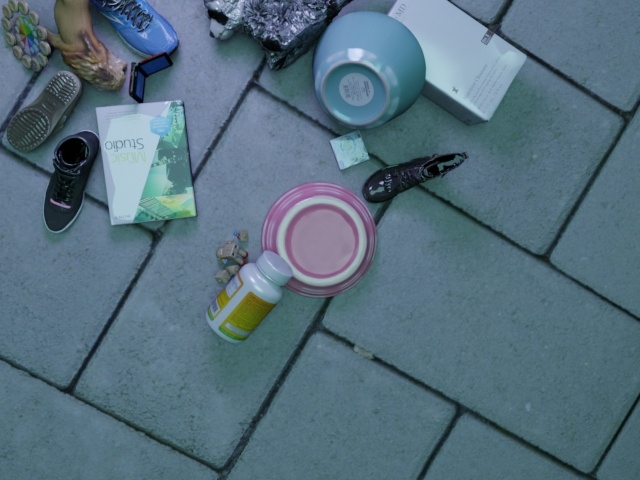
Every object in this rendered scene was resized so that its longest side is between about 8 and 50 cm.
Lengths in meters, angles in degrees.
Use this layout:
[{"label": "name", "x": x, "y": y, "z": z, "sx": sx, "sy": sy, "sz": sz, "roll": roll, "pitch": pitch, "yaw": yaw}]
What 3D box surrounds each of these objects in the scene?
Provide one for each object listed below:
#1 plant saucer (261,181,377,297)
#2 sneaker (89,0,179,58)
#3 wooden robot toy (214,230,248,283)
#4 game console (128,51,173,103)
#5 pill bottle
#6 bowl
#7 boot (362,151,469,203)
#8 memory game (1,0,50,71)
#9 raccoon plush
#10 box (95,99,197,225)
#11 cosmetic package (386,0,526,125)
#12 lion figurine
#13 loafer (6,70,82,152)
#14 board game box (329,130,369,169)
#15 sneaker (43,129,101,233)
[{"label": "plant saucer", "x": 0.000, "y": 0.000, "z": 1.723, "sx": 0.332, "sy": 0.084, "sz": 0.332, "roll": 0, "pitch": 93, "yaw": -6}, {"label": "sneaker", "x": -0.515, "y": -0.604, "z": 1.598, "sx": 0.330, "sy": 0.147, "sz": 0.130, "roll": 39, "pitch": 89, "yaw": -8}, {"label": "wooden robot toy", "x": -0.258, "y": 0.047, "z": 1.710, "sx": 0.076, "sy": 0.079, "sz": 0.173, "roll": 44, "pitch": 52, "yaw": -42}, {"label": "game console", "x": -0.446, "y": -0.426, "z": 1.617, "sx": 0.085, "sy": 0.144, "sz": 0.124, "roll": 6, "pitch": 93, "yaw": -5}, {"label": "pill bottle", "x": -0.187, "y": 0.148, "z": 1.654, "sx": 0.136, "sy": 0.136, "sz": 0.245, "roll": 40, "pitch": 105, "yaw": -7}, {"label": "bowl", "x": 0.106, "y": -0.412, "z": 1.590, "sx": 0.312, "sy": 0.163, "sz": 0.311, "roll": 11, "pitch": 131, "yaw": 12}, {"label": "boot", "x": 0.249, "y": -0.180, "z": 1.665, "sx": 0.263, "sy": 0.229, "sz": 0.091, "roll": -26, "pitch": 96, "yaw": -4}, {"label": "memory game", "x": -0.762, "y": -0.528, "z": 1.578, "sx": 0.012, "sy": 0.186, "sz": 0.186, "roll": -39, "pitch": 99, "yaw": -45}, {"label": "raccoon plush", "x": -0.100, "y": -0.666, "z": 1.629, "sx": 0.446, "sy": 0.216, "sz": 0.299, "roll": -41, "pitch": 90, "yaw": -10}, {"label": "box", "x": -0.471, "y": -0.210, "z": 1.672, "sx": 0.232, "sy": 0.058, "sz": 0.322, "roll": -7, "pitch": 95, "yaw": -6}, {"label": "cosmetic package", "x": 0.337, "y": -0.511, "z": 1.692, "sx": 0.385, "sy": 0.156, "sz": 0.217, "roll": 30, "pitch": 92, "yaw": -8}, {"label": "lion figurine", "x": -0.612, "y": -0.562, "z": 1.519, "sx": 0.240, "sy": 0.392, "sz": 0.142, "roll": 37, "pitch": 62, "yaw": 22}, {"label": "loafer", "x": -0.718, "y": -0.336, "z": 1.624, "sx": 0.268, "sy": 0.092, "sz": 0.102, "roll": -40, "pitch": 97, "yaw": 13}, {"label": "board game box", "x": 0.082, "y": -0.258, "z": 1.748, "sx": 0.090, "sy": 0.020, "sz": 0.090, "roll": -21, "pitch": 96, "yaw": -5}, {"label": "sneaker", "x": -0.671, "y": -0.157, "z": 1.608, "sx": 0.105, "sy": 0.147, "sz": 0.295, "roll": 22, "pitch": 92, "yaw": -9}]
